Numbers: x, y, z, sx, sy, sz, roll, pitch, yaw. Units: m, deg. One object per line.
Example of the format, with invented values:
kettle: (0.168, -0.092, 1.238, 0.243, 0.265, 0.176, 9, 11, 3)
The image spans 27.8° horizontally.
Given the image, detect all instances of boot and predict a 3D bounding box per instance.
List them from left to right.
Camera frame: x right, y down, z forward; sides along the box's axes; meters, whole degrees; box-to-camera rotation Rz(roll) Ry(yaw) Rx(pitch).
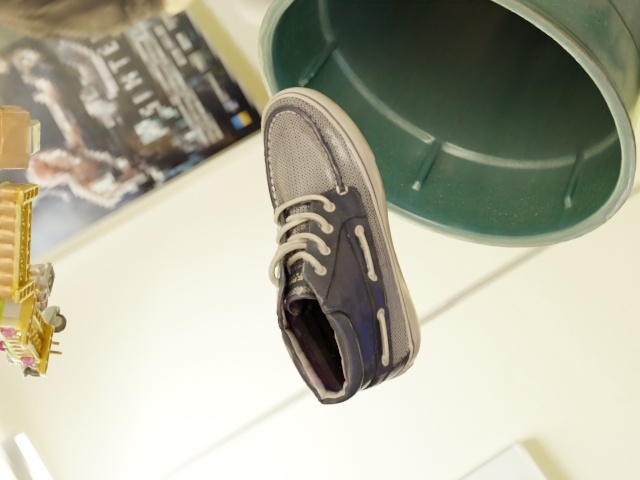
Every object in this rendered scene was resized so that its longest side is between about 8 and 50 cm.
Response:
boot: (0.000, 0.000, 0.767, 0.086, 0.069, 0.190, -19, -94, -60)

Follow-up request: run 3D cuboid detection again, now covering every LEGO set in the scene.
LEGO set: (-0.290, 0.020, 1.099, 0.287, 0.107, 0.132, 93, -177, -45)

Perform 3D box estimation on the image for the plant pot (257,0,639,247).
plant pot: (0.169, -0.228, 1.171, 0.341, 0.334, 0.341, 22, 150, 13)
